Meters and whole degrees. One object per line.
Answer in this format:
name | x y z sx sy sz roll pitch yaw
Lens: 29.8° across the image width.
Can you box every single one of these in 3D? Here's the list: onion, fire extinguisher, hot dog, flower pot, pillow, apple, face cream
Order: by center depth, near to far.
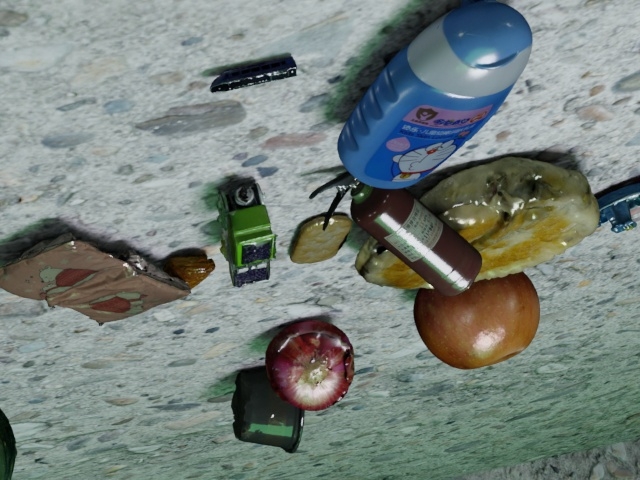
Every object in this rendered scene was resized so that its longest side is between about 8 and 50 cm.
face cream | 0.116 -0.144 1.174 0.149 0.083 0.264 -9 159 -26
fire extinguisher | 0.086 -0.011 1.422 0.231 0.071 0.099 37 89 -29
pillow | -0.271 0.045 1.424 0.135 0.049 0.248 -24 153 21
hot dog | -0.167 0.040 1.518 0.058 0.035 0.083 -1 155 -36
apple | 0.241 0.120 1.849 0.201 0.162 0.201 -14 158 -6
onion | -0.016 0.190 1.935 0.150 0.150 0.140 -16 -164 2
flower pot | -0.096 0.289 2.088 0.107 0.157 0.157 5 155 -14

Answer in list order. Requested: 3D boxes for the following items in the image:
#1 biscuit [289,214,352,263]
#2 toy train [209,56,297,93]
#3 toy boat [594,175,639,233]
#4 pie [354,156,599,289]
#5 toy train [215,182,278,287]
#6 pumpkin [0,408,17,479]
biscuit | 0.000 0.000 1.563 0.071 0.018 0.147 -8 160 -14
toy train | -0.063 -0.153 1.111 0.083 0.017 0.017 -13 158 -8
toy boat | 0.418 -0.041 1.702 0.137 0.061 0.060 -24 158 24
pie | 0.205 -0.013 1.599 0.339 0.077 0.339 -14 158 -6
toy train | -0.086 0.000 1.407 0.060 0.081 0.202 -14 160 -8
pumpkin | -0.536 0.274 1.568 0.293 0.263 0.197 -13 155 -51
